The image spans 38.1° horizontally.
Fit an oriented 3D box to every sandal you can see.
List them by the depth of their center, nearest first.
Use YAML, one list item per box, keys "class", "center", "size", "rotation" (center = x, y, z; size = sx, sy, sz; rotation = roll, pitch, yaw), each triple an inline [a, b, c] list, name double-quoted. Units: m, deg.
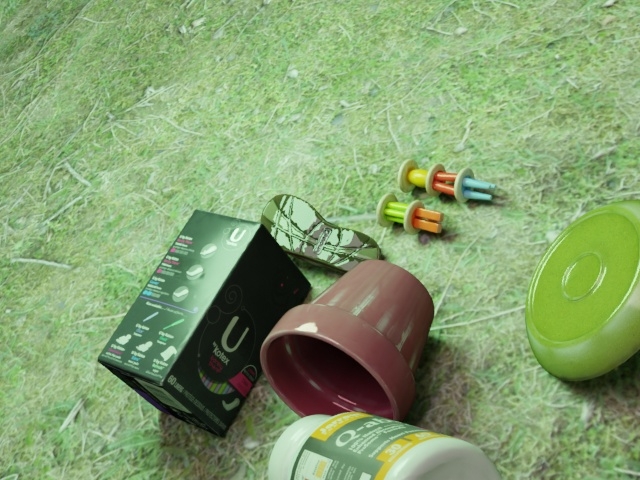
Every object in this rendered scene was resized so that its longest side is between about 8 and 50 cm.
- class: "sandal"
  center: [0.000, 0.000, 1.414]
  size: [0.219, 0.060, 0.090]
  rotation: [22, 73, 25]

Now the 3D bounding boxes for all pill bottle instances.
- class: "pill bottle"
  center: [0.060, 0.276, 1.019]
  size: [0.162, 0.162, 0.278]
  rotation: [-55, 24, -18]

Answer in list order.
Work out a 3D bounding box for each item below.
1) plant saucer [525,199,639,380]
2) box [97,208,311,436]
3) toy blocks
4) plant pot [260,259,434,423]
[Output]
- class: "plant saucer"
  center: [0.323, 0.049, 1.104]
  size: [0.241, 0.037, 0.241]
  rotation: [-49, 23, 29]
- class: "box"
  center: [-0.160, 0.114, 1.333]
  size: [0.143, 0.165, 0.270]
  rotation: [12, 62, 38]
- class: "toy blocks"
  center: [0.171, -0.058, 1.355]
  size: [0.148, 0.054, 0.123]
  rotation: [13, 62, 37]
- class: "plant pot"
  center: [0.051, 0.129, 1.189]
  size: [0.201, 0.201, 0.180]
  rotation: [7, 43, 35]
